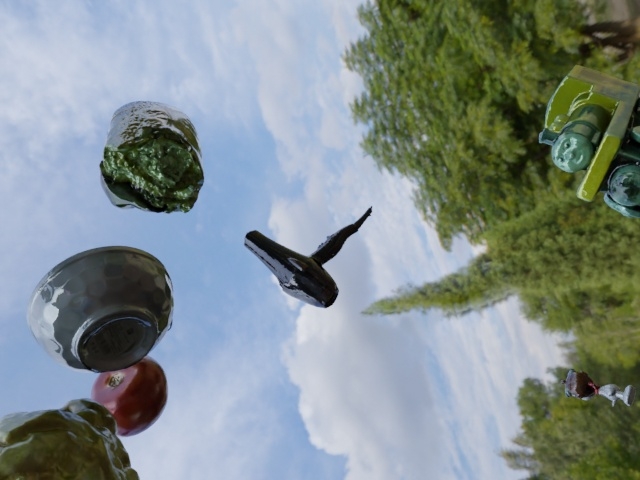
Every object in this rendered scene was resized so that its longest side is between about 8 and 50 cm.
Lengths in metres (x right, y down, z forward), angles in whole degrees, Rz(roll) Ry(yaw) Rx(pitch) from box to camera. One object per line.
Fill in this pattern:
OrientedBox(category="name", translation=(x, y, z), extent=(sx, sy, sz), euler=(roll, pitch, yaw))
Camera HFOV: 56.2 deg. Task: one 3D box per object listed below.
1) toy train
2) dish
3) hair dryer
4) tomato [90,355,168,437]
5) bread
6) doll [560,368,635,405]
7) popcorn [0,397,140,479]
OrientedBox(category="toy train", translation=(0.474, -0.169, 0.982), extent=(0.369, 0.237, 0.150), euler=(-40, -31, -50))
OrientedBox(category="dish", translation=(-0.393, 0.157, 1.126), extent=(0.303, 0.303, 0.120), euler=(44, -177, -46))
OrientedBox(category="hair dryer", translation=(0.000, 0.000, 1.635), extent=(0.359, 0.303, 0.120), euler=(-41, -29, -24))
OrientedBox(category="tomato", translation=(-0.441, 0.360, 1.392), extent=(0.195, 0.195, 0.136), euler=(-84, -29, -45))
OrientedBox(category="bread", translation=(-0.421, -0.226, 1.500), extent=(0.376, 0.251, 0.208), euler=(-113, 26, -60))
OrientedBox(category="doll", translation=(0.373, 0.202, 0.807), extent=(0.058, 0.085, 0.040), euler=(26, -105, -25))
OrientedBox(category="popcorn", translation=(-0.439, 0.417, 0.995), extent=(0.334, 0.293, 0.292), euler=(85, -164, -75))
